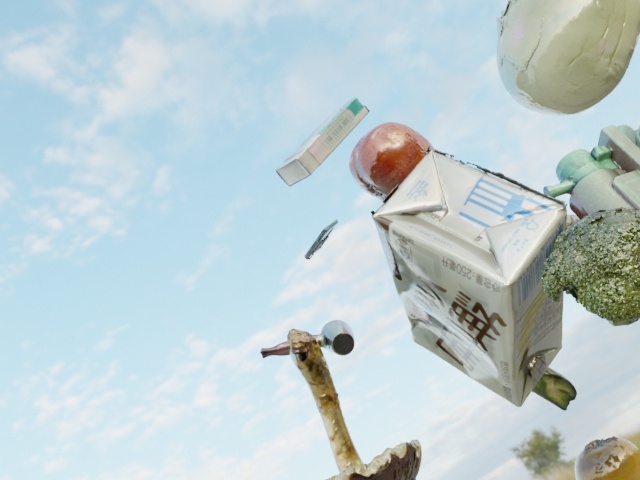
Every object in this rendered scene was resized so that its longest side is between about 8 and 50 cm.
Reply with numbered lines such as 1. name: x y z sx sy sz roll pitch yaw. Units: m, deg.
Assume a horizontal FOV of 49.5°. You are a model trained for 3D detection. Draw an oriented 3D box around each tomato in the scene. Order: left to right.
1. tomato: 0.189 -0.194 1.756 0.188 0.232 0.232 -57 -29 -7

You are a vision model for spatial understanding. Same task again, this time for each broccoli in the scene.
1. broccoli: 0.283 0.027 0.661 0.131 0.130 0.120 -41 -50 -30

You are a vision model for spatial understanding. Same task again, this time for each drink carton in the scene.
1. drink carton: 0.201 0.059 0.901 0.132 0.194 0.324 -46 -36 -18

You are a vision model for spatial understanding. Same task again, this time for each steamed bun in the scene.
1. steamed bun: 0.532 -0.448 1.568 0.233 0.312 0.334 15 -7 -18

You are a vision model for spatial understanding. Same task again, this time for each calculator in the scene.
1. calculator: 0.000 0.000 1.785 0.057 0.018 0.172 -41 -8 -31

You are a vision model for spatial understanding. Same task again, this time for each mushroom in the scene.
1. mushroom: 0.056 0.306 1.102 0.208 0.302 0.233 2 -13 17

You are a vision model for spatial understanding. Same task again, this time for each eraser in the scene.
1. eraser: 0.006 -0.209 1.458 0.225 0.052 0.095 -50 16 -31

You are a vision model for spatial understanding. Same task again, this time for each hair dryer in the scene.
1. hair dryer: -0.021 0.172 1.128 0.154 0.054 0.106 -13 1 0

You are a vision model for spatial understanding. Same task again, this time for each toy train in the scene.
1. toy train: 0.463 -0.048 0.981 0.221 0.304 0.150 -20 -43 -7

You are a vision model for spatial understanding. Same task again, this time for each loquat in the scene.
1. loquat: 0.587 0.466 1.397 0.141 0.141 0.141 -23 -29 -14

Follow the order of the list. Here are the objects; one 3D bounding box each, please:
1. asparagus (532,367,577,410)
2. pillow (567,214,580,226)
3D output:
1. asparagus: 0.318 0.211 1.242 0.080 0.287 0.080 -47 -29 -37
2. pillow: 0.336 0.004 1.175 0.173 0.067 0.270 -14 0 44
